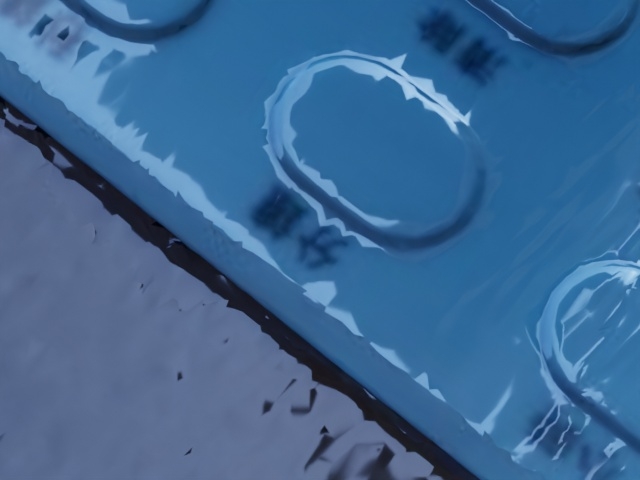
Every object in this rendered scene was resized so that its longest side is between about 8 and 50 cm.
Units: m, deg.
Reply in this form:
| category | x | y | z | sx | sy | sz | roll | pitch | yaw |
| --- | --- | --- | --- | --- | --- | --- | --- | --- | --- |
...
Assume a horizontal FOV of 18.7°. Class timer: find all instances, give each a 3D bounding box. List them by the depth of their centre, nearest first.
| category | x | y | z | sx | sy | sz | roll | pitch | yaw |
| --- | --- | --- | --- | --- | --- | --- | --- | --- | --- |
| timer | 0.000 | 0.000 | 0.347 | 0.250 | 0.232 | 0.091 | -50 | -6 | -26 |
